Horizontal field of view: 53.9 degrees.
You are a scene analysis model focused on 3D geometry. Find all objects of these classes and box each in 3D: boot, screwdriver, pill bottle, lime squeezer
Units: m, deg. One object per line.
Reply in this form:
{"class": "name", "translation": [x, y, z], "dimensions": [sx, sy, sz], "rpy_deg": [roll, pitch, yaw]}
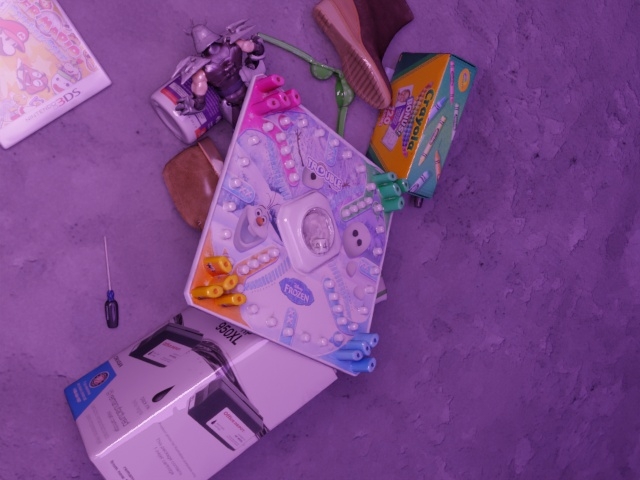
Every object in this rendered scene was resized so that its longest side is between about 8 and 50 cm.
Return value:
{"class": "boot", "translation": [-0.177, -0.031, 1.144], "dimensions": [0.115, 0.112, 0.305], "rpy_deg": [-30, 85, -11]}
{"class": "screwdriver", "translation": [-0.379, 0.077, 1.133], "dimensions": [0.024, 0.025, 0.169], "rpy_deg": [-7, 105, -28]}
{"class": "pill bottle", "translation": [-0.194, -0.269, 1.114], "dimensions": [0.193, 0.108, 0.108], "rpy_deg": [-43, 118, -14]}
{"class": "boot", "translation": [0.121, -0.403, 1.243], "dimensions": [0.207, 0.090, 0.248], "rpy_deg": [-35, 96, -27]}
{"class": "lime squeezer", "translation": [0.000, -0.309, 1.258], "dimensions": [0.110, 0.058, 0.310], "rpy_deg": [-30, 119, 12]}

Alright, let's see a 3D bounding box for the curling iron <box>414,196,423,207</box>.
{"class": "curling iron", "translation": [0.231, -0.210, 1.409], "dimensions": [0.068, 0.035, 0.273], "rpy_deg": [2, 99, -25]}

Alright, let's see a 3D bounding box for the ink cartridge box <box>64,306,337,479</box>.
{"class": "ink cartridge box", "translation": [-0.214, 0.252, 1.111], "dimensions": [0.395, 0.285, 0.166], "rpy_deg": [-34, 114, -20]}

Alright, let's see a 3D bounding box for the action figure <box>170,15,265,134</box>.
{"class": "action figure", "translation": [-0.141, -0.237, 1.037], "dimensions": [0.185, 0.099, 0.285], "rpy_deg": [-38, 128, -10]}

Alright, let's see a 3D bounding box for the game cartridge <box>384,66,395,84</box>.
{"class": "game cartridge", "translation": [0.165, -0.334, 1.357], "dimensions": [0.083, 0.017, 0.055], "rpy_deg": [12, 98, -31]}

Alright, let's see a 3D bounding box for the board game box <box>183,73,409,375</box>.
{"class": "board game box", "translation": [-0.005, -0.016, 1.034], "dimensions": [0.390, 0.050, 0.389], "rpy_deg": [32, 63, -40]}

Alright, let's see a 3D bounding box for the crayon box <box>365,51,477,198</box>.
{"class": "crayon box", "translation": [0.196, -0.239, 1.293], "dimensions": [0.081, 0.165, 0.278], "rpy_deg": [15, 98, -32]}

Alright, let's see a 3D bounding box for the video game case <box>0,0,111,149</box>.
{"class": "video game case", "translation": [-0.483, -0.294, 0.994], "dimensions": [0.206, 0.026, 0.227], "rpy_deg": [-39, 116, -17]}

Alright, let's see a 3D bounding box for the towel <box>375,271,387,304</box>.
{"class": "towel", "translation": [0.000, 0.000, 1.219], "dimensions": [0.248, 0.038, 0.324], "rpy_deg": [-22, 86, -45]}
